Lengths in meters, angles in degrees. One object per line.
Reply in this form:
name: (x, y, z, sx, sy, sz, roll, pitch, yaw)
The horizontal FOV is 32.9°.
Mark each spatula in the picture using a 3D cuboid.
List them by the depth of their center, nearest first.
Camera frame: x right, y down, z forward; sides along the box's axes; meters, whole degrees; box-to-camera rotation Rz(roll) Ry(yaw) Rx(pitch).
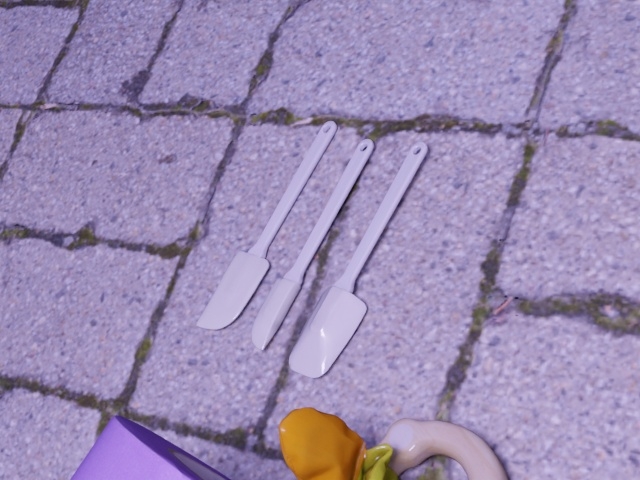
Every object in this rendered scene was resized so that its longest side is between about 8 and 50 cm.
spatula: (0.000, 0.000, 1.010, 0.168, 0.019, 0.242, 17, 71, 44)

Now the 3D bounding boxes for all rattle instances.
rattle: (0.087, 0.182, 0.765, 0.130, 0.143, 0.199, -39, 40, -20)

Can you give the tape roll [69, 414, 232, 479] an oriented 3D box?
tape roll: (-0.048, 0.228, 0.723, 0.274, 0.275, 0.090, 25, 76, 40)
